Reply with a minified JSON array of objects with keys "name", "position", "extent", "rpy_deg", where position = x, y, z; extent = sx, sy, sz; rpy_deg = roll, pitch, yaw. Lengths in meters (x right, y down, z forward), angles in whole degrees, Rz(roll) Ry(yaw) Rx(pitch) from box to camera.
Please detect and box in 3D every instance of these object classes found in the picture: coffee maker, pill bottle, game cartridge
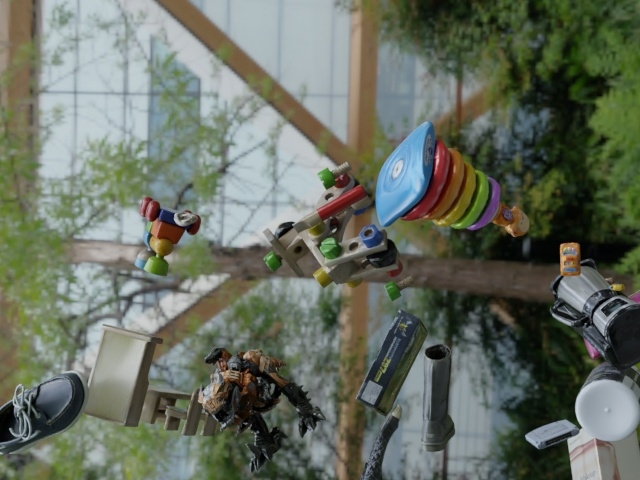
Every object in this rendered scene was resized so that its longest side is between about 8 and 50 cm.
[{"name":"coffee maker","position":[0.509,0.138,1.647],"extent":[0.120,0.171,0.178],"rpy_deg":[-52,31,11]},{"name":"pill bottle","position":[0.618,0.326,1.979],"extent":[0.245,0.130,0.131],"rpy_deg":[-16,-71,-65]},{"name":"game cartridge","position":[0.408,0.342,1.660],"extent":[0.056,0.083,0.017],"rpy_deg":[-143,36,-73]}]

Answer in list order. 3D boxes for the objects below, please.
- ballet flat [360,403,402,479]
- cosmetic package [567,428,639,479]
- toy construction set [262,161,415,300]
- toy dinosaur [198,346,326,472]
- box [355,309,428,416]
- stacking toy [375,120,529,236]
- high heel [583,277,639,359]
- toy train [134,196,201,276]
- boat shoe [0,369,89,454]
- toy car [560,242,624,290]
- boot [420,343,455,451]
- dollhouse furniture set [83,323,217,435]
[{"name":"ballet flat","position":[0.123,0.394,1.785],"extent":[0.057,0.049,0.173],"rpy_deg":[23,-93,-83]},{"name":"cosmetic package","position":[0.731,0.626,2.382],"extent":[0.153,0.129,0.296],"rpy_deg":[113,161,-54]},{"name":"toy construction set","position":[0.000,0.000,1.762],"extent":[0.258,0.237,0.309],"rpy_deg":[62,-177,23]},{"name":"toy dinosaur","position":[-0.108,0.265,1.676],"extent":[0.218,0.164,0.322],"rpy_deg":[52,-143,1]},{"name":"box","position":[0.171,0.291,2.205],"extent":[0.233,0.059,0.183],"rpy_deg":[-62,-18,-9]},{"name":"stacking toy","position":[0.269,-0.077,1.754],"extent":[0.166,0.301,0.175],"rpy_deg":[-42,30,52]},{"name":"high heel","position":[0.765,0.160,2.081],"extent":[0.127,0.377,0.181],"rpy_deg":[20,-116,-45]},{"name":"toy train","position":[-0.298,0.005,1.806],"extent":[0.144,0.105,0.248],"rpy_deg":[-71,20,1]},{"name":"boat shoe","position":[-0.494,0.294,1.600],"extent":[0.079,0.254,0.095],"rpy_deg":[8,-122,-53]},{"name":"toy car","position":[0.458,0.043,1.585],"extent":[0.040,0.122,0.060],"rpy_deg":[2,-76,-71]},{"name":"boot","position":[0.247,0.322,1.997],"extent":[0.189,0.076,0.209],"rpy_deg":[-42,-53,-78]},{"name":"dollhouse furniture set","position":[-0.319,0.258,1.754],"extent":[0.242,0.212,0.161],"rpy_deg":[30,-108,-67]}]
